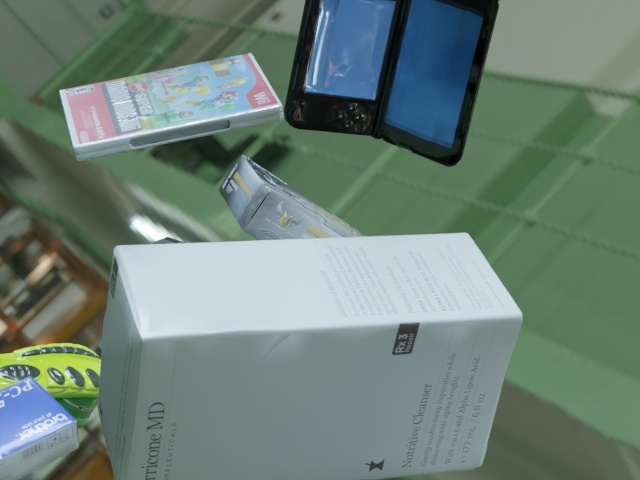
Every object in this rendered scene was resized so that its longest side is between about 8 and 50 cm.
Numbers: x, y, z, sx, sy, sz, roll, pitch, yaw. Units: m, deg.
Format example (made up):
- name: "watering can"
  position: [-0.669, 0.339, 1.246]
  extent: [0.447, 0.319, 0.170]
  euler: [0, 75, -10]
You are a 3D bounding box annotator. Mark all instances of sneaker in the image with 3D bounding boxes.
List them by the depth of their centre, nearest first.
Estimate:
- name: "sneaker"
  position: [-0.397, 0.190, 1.590]
  extent: [0.109, 0.295, 0.123]
  euler: [-116, -145, -52]

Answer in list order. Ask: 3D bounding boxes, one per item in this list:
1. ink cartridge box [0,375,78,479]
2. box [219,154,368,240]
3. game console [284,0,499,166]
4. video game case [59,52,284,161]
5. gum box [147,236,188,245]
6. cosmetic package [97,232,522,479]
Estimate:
- name: "ink cartridge box"
  position: [-0.375, 0.227, 1.469]
  extent: [0.097, 0.207, 0.046]
  euler: [35, -44, 36]
- name: "box"
  position: [0.000, 0.000, 1.586]
  extent: [0.231, 0.056, 0.183]
  euler: [33, 6, -19]
- name: "game console"
  position: [0.105, -0.282, 2.120]
  extent: [0.250, 0.293, 0.173]
  euler: [4, 21, -23]
- name: "video game case"
  position: [-0.211, -0.189, 1.892]
  extent: [0.204, 0.285, 0.025]
  euler: [-119, -161, -58]
- name: "gum box"
  position: [-0.176, 0.099, 1.942]
  extent: [0.157, 0.041, 0.184]
  euler: [17, -59, 48]
- name: "cosmetic package"
  position: [-0.018, 0.122, 1.357]
  extent: [0.156, 0.385, 0.217]
  euler: [-120, -149, -50]
